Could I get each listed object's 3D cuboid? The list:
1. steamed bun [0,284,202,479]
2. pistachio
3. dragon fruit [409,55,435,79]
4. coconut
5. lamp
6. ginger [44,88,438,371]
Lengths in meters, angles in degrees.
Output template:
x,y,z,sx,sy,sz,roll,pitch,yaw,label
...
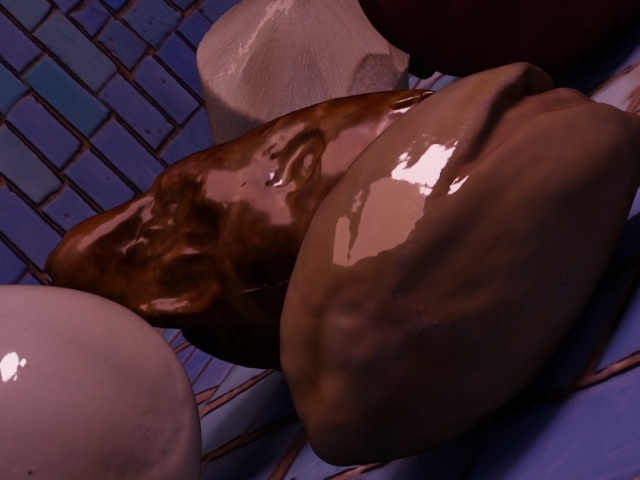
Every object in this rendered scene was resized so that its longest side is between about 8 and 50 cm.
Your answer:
x,y,z,sx,sy,sz,roll,pitch,yaw,label
-0.214,0.197,1.071,0.324,0.206,0.324,-43,34,39,steamed bun
0.083,0.012,0.866,0.293,0.162,0.181,-54,-22,-25,pistachio
0.192,-0.299,1.627,0.200,0.198,0.269,-14,-33,-24,dragon fruit
-0.019,-0.175,1.606,0.237,0.237,0.265,-56,-28,-45,coconut
0.172,-0.280,1.315,0.303,0.257,0.303,-9,39,7,lamp
0.000,0.000,1.150,0.418,0.254,0.176,-19,66,35,ginger
